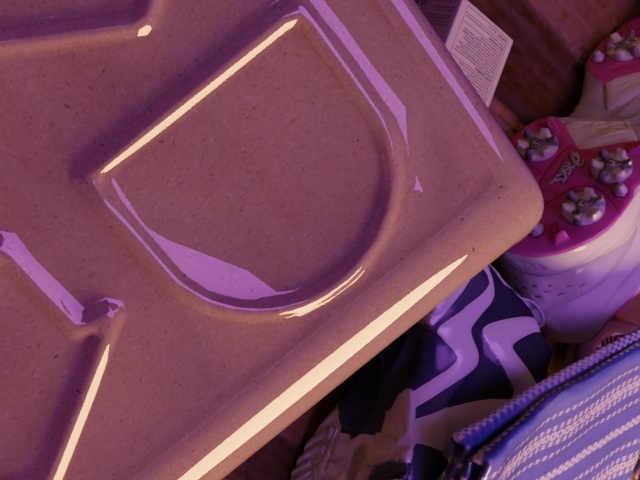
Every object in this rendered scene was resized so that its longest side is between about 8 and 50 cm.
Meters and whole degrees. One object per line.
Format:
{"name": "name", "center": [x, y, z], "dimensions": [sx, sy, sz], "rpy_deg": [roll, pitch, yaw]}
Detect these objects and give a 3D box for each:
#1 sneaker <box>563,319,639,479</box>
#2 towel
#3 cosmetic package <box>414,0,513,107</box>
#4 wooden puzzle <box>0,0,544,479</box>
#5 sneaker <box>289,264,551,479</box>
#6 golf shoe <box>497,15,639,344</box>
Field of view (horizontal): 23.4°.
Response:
{"name": "sneaker", "center": [0.249, 0.179, 1.120], "dimensions": [0.282, 0.153, 0.099], "rpy_deg": [46, 65, -9]}
{"name": "towel", "center": [0.124, 0.222, 0.950], "dimensions": [0.243, 0.040, 0.336], "rpy_deg": [-21, 132, -47]}
{"name": "cosmetic package", "center": [0.063, -0.078, 0.888], "dimensions": [0.060, 0.041, 0.115], "rpy_deg": [33, 76, -46]}
{"name": "wooden puzzle", "center": [-0.120, -0.032, 0.595], "dimensions": [0.322, 0.080, 0.348], "rpy_deg": [-39, 122, -1]}
{"name": "sneaker", "center": [0.073, 0.123, 0.907], "dimensions": [0.153, 0.094, 0.235], "rpy_deg": [25, 71, -38]}
{"name": "golf shoe", "center": [0.217, -0.055, 1.022], "dimensions": [0.306, 0.115, 0.140], "rpy_deg": [-40, 137, -25]}
